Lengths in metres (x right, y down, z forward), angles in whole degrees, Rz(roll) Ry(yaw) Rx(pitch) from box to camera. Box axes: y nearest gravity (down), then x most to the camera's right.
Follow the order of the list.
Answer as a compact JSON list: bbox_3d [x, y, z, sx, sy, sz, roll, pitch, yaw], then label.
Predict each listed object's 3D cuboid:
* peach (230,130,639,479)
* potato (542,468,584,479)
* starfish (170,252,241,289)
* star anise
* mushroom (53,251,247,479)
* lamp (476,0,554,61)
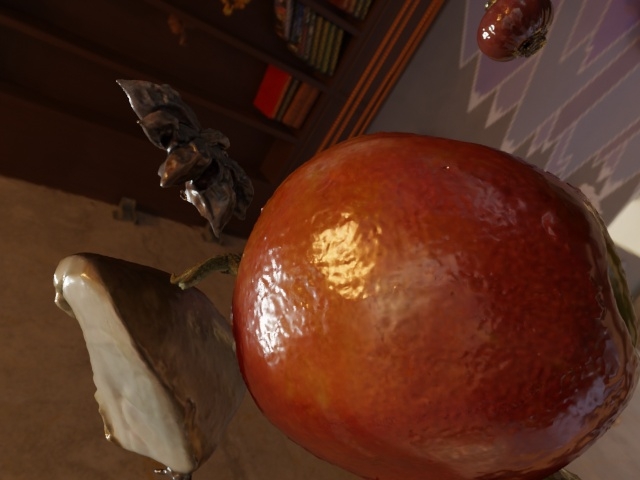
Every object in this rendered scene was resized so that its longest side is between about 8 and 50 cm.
[{"bbox_3d":[0.090,0.071,0.536,0.372,0.372,0.290,26,-132,-16],"label":"peach"},{"bbox_3d":[0.296,0.504,0.804,0.442,0.319,0.385,67,166,-11],"label":"potato"},{"bbox_3d":[-0.133,0.044,0.855,0.216,0.050,0.223,2,-170,28],"label":"starfish"},{"bbox_3d":[-0.164,-0.118,0.711,0.230,0.081,0.262,46,-172,-26],"label":"star anise"},{"bbox_3d":[-0.275,0.158,0.997,0.224,0.397,0.314,1,-150,28],"label":"mushroom"},{"bbox_3d":[0.250,-0.278,0.728,0.090,0.101,0.101,56,-153,16],"label":"lamp"}]
